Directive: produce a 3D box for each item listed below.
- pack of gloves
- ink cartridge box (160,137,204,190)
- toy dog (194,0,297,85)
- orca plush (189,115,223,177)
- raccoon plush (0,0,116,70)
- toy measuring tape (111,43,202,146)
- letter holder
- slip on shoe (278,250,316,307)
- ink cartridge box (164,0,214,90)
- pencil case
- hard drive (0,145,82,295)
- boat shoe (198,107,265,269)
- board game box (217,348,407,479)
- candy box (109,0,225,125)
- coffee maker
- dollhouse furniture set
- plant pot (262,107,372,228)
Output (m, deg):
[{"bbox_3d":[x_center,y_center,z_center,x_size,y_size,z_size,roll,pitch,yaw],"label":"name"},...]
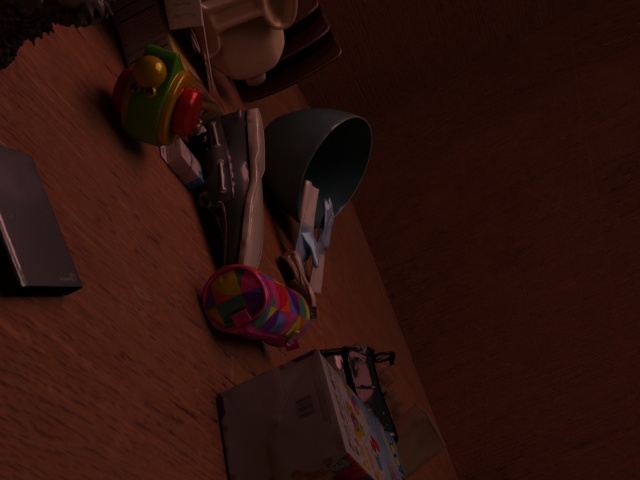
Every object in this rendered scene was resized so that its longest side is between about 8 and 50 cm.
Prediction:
[{"bbox_3d":[0.000,0.000,1.689,0.195,0.046,0.231,28,69,-67],"label":"pack of gloves"},{"bbox_3d":[-0.216,-0.124,1.158,0.083,0.028,0.048,55,13,-47],"label":"ink cartridge box"},{"bbox_3d":[-0.214,-0.601,1.724,0.407,0.285,0.395,67,8,30],"label":"toy dog"},{"bbox_3d":[-0.153,-0.135,1.322,0.151,0.102,0.287,51,16,-57],"label":"orca plush"},{"bbox_3d":[-0.220,-0.324,0.768,0.447,0.216,0.299,-17,84,-51],"label":"raccoon plush"},{"bbox_3d":[-0.226,-0.177,1.073,0.330,0.122,0.121,107,-41,-81],"label":"toy measuring tape"},{"bbox_3d":[-0.123,-0.523,1.941,0.214,0.302,0.152,67,9,14],"label":"letter holder"},{"bbox_3d":[-0.050,0.087,1.529,0.041,0.051,0.135,-10,81,-40],"label":"slip on shoe"},{"bbox_3d":[-0.230,-0.417,1.234,0.275,0.060,0.238,-106,-169,-48],"label":"ink cartridge box"},{"bbox_3d":[-0.085,0.102,1.083,0.104,0.105,0.236,68,11,20],"label":"pencil case"},{"bbox_3d":[-0.257,-0.017,0.630,0.135,0.022,0.094,66,8,8],"label":"hard drive"},{"bbox_3d":[-0.146,-0.074,1.210,0.116,0.099,0.319,80,9,-64],"label":"boat shoe"},{"bbox_3d":[0.005,0.284,0.938,0.275,0.142,0.144,56,12,-45],"label":"board game box"},{"bbox_3d":[-0.278,-0.361,1.265,0.316,0.088,0.183,67,10,22],"label":"candy box"},{"bbox_3d":[0.069,0.276,1.261,0.120,0.171,0.178,81,-7,-54],"label":"coffee maker"},{"bbox_3d":[0.107,0.369,1.488,0.212,0.161,0.242,60,-12,-28],"label":"dollhouse furniture set"},{"bbox_3d":[-0.039,-0.199,1.784,0.196,0.290,0.290,30,-7,25],"label":"plant pot"}]
